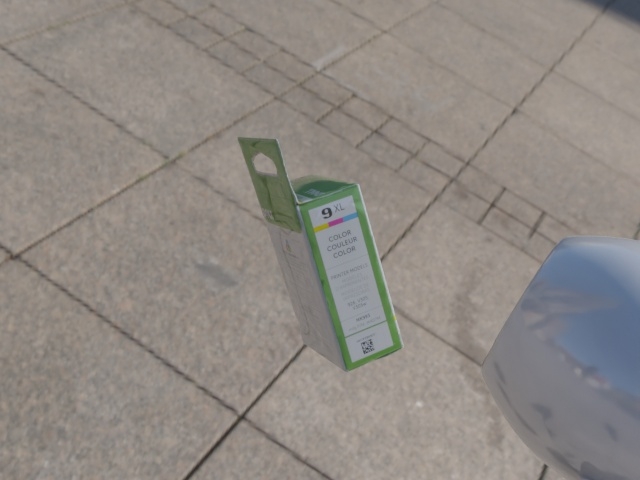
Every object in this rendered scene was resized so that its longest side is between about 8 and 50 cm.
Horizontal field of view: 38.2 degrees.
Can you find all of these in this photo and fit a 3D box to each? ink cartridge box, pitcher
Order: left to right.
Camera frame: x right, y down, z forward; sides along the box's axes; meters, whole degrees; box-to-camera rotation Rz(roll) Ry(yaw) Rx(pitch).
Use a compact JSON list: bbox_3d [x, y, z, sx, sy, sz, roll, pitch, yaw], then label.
[{"bbox_3d":[0.000,0.000,0.812,0.062,0.209,0.109,-22,15,-17],"label":"ink cartridge box"},{"bbox_3d":[0.173,0.104,0.439,0.207,0.125,0.178,33,64,16],"label":"pitcher"}]
